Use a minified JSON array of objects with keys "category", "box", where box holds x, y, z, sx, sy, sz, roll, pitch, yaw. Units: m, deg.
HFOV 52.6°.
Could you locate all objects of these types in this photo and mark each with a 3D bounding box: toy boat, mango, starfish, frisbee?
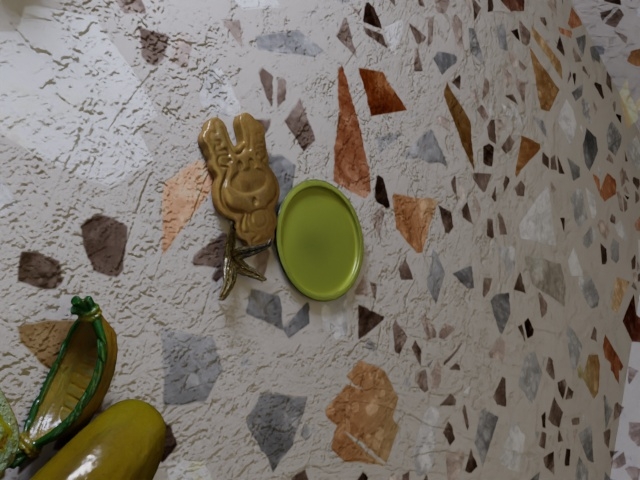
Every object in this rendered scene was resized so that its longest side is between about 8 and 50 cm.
[{"category":"toy boat","box":[-0.329,0.184,0.835,0.088,0.089,0.229,36,70,-52]},{"category":"mango","box":[-0.297,0.323,0.777,0.142,0.195,0.331,39,52,-6]},{"category":"starfish","box":[-0.139,0.022,1.080,0.133,0.041,0.130,-32,119,-40]},{"category":"frisbee","box":[0.000,0.000,1.243,0.236,0.017,0.235,8,78,-44]}]

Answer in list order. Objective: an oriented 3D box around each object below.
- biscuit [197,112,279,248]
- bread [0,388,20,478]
[{"category":"biscuit","box":[-0.132,-0.101,1.120,0.144,0.040,0.236,-19,95,-39]},{"category":"bread","box":[-0.397,0.220,0.739,0.110,0.103,0.156,43,24,-44]}]
